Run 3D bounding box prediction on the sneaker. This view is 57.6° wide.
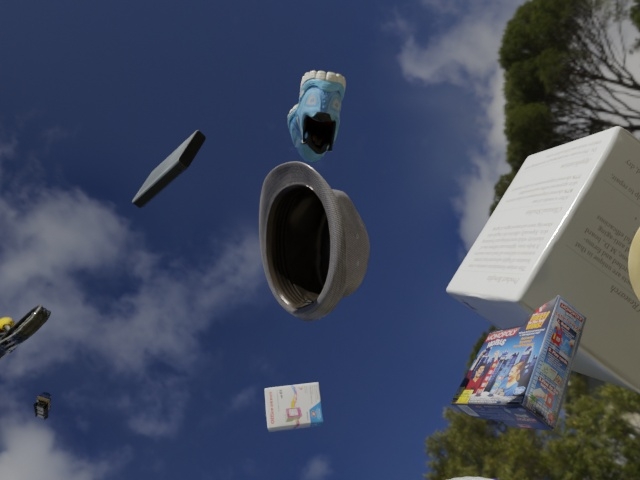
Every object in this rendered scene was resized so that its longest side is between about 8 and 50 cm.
[{"bbox_3d":[-0.010,-0.133,0.702,0.064,0.162,0.073,6,-110,-3],"label":"sneaker"}]

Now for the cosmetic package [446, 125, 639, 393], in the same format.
[{"bbox_3d":[0.543,0.040,1.217,0.327,0.329,0.393,34,-96,-8],"label":"cosmetic package"}]

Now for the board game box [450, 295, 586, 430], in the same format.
[{"bbox_3d":[0.307,0.181,0.875,0.060,0.194,0.194,39,-111,-4],"label":"board game box"}]

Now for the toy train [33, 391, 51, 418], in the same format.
[{"bbox_3d":[-0.537,0.321,1.129,0.027,0.158,0.036,25,-120,-13],"label":"toy train"}]

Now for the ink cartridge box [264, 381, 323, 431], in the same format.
[{"bbox_3d":[-0.060,0.366,1.279,0.123,0.052,0.088,-6,-114,-5],"label":"ink cartridge box"}]

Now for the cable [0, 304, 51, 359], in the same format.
[{"bbox_3d":[-0.582,0.177,1.044,0.072,0.287,0.139,48,-130,-13],"label":"cable"}]

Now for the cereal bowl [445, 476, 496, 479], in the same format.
[{"bbox_3d":[0.206,0.514,0.800,0.141,0.339,0.338,15,-87,-50],"label":"cereal bowl"}]

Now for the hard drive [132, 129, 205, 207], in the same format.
[{"bbox_3d":[-0.250,-0.117,0.962,0.022,0.135,0.094,42,-144,-23],"label":"hard drive"}]

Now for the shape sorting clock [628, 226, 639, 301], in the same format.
[{"bbox_3d":[0.525,0.034,0.772,0.040,0.206,0.206,9,-83,-61],"label":"shape sorting clock"}]

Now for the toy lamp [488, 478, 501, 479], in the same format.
[{"bbox_3d":[0.385,0.499,1.098,0.080,0.275,0.080,7,-106,-26],"label":"toy lamp"}]

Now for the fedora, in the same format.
[{"bbox_3d":[0.000,0.000,1.030,0.124,0.244,0.275,-4,-96,-39],"label":"fedora"}]
